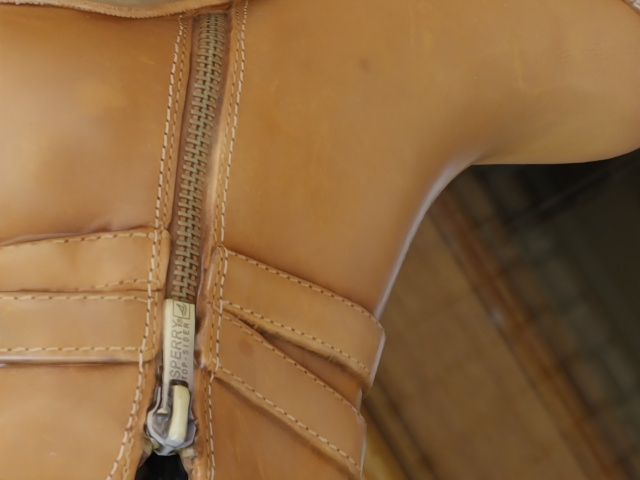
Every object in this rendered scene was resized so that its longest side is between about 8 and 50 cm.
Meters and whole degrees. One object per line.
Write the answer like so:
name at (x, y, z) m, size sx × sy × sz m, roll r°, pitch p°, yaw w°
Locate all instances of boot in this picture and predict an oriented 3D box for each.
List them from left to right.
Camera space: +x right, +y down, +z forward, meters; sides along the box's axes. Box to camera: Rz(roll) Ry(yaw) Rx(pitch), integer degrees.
boot at (0.000, 0.000, 0.556) m, size 0.283 × 0.220 × 0.109 m, roll 12°, pitch 144°, yaw -28°
